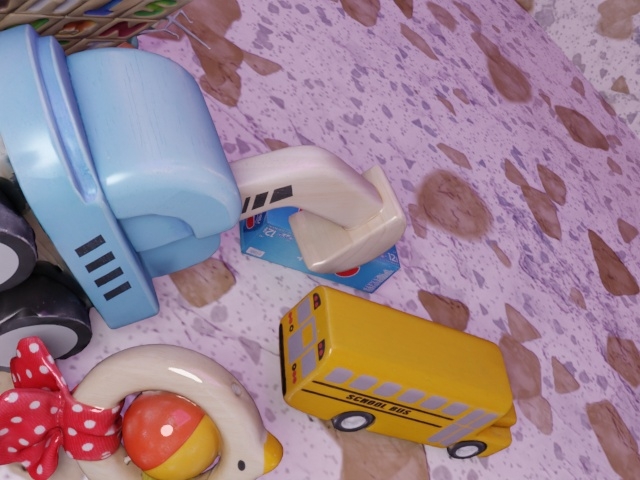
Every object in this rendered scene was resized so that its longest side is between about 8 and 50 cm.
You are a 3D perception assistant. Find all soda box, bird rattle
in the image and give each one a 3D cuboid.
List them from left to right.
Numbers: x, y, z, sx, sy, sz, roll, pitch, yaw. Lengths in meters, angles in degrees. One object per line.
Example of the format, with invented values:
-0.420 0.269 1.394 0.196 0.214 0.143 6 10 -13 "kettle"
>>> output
-0.149 0.165 0.706 0.253 0.207 0.143 53 18 -5 "bird rattle"
0.000 0.000 1.098 0.210 0.067 0.071 20 43 -30 "soda box"

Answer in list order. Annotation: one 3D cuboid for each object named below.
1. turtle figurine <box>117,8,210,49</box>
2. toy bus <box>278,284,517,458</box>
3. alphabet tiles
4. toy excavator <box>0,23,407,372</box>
-0.266 -0.245 1.041 0.234 0.118 0.175 22 25 -5 "turtle figurine"
0.107 0.163 0.992 0.332 0.130 0.108 20 43 -29 "toy bus"
-0.297 -0.195 0.795 0.285 0.342 0.011 -15 90 -50 "alphabet tiles"
-0.128 -0.045 0.811 0.445 0.433 0.222 -18 61 -6 "toy excavator"
